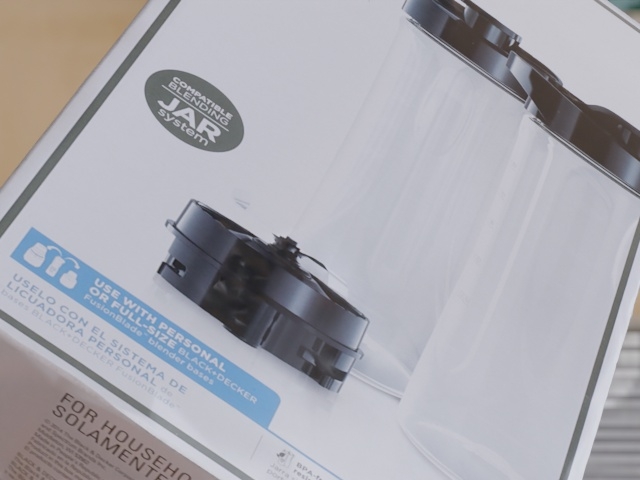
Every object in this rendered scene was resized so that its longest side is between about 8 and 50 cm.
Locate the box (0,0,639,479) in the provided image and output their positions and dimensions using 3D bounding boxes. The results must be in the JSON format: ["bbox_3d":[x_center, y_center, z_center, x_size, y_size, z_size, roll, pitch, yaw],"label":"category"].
[{"bbox_3d":[0.000,0.000,0.569,0.087,0.169,0.290,-51,-175,38],"label":"box"}]
